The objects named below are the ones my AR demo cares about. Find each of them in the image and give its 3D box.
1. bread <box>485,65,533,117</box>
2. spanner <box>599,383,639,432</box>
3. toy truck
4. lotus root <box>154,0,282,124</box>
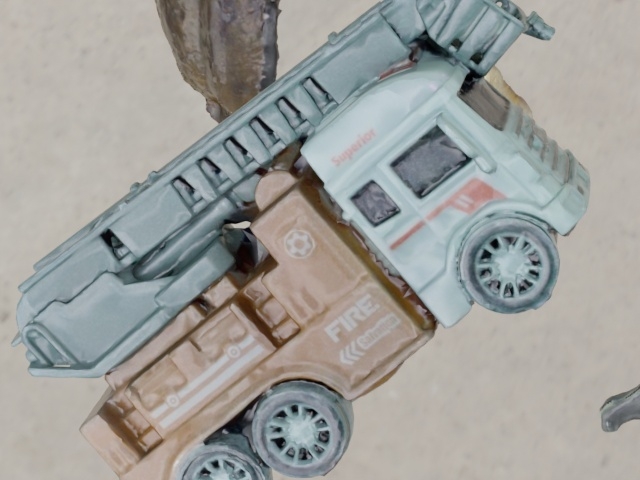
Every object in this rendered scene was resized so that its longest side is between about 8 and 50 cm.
[{"bbox_3d":[0.131,-0.124,1.846,0.106,0.082,0.125,18,168,32],"label":"bread"},{"bbox_3d":[0.271,0.060,1.367,0.054,0.015,0.254,16,133,-16],"label":"spanner"},{"bbox_3d":[0.000,0.000,1.065,0.338,0.133,0.184,-40,97,16],"label":"toy truck"},{"bbox_3d":[-0.091,-0.218,1.445,0.078,0.167,0.329,-16,131,-20],"label":"lotus root"}]
